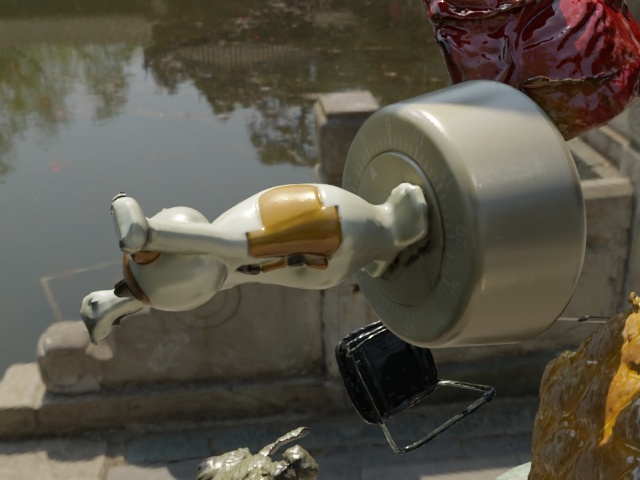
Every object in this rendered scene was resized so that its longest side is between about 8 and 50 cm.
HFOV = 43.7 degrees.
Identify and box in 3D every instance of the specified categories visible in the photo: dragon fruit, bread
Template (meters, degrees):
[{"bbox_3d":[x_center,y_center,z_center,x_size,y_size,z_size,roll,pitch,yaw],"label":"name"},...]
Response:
[{"bbox_3d":[0.192,-0.238,0.930,0.302,0.330,0.240,-36,-1,-43],"label":"dragon fruit"},{"bbox_3d":[0.359,0.245,0.842,0.207,0.279,0.279,19,60,-3],"label":"bread"}]

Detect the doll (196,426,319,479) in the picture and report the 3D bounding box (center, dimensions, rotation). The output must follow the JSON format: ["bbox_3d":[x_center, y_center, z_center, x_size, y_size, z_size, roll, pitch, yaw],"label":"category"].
[{"bbox_3d":[-0.098,0.313,1.016,0.091,0.203,0.286,40,-5,-8],"label":"doll"}]

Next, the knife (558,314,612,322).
[{"bbox_3d":[0.347,0.106,1.088,0.170,0.010,0.023,7,-18,-39],"label":"knife"}]

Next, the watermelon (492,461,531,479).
[{"bbox_3d":[0.343,0.443,1.131,0.260,0.256,0.176,28,37,1],"label":"watermelon"}]

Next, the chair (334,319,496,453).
[{"bbox_3d":[0.094,0.158,1.019,0.145,0.140,0.221,-26,5,-15],"label":"chair"}]

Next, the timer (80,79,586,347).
[{"bbox_3d":[0.000,0.000,0.475,0.265,0.175,0.175,-9,26,-27],"label":"timer"}]
